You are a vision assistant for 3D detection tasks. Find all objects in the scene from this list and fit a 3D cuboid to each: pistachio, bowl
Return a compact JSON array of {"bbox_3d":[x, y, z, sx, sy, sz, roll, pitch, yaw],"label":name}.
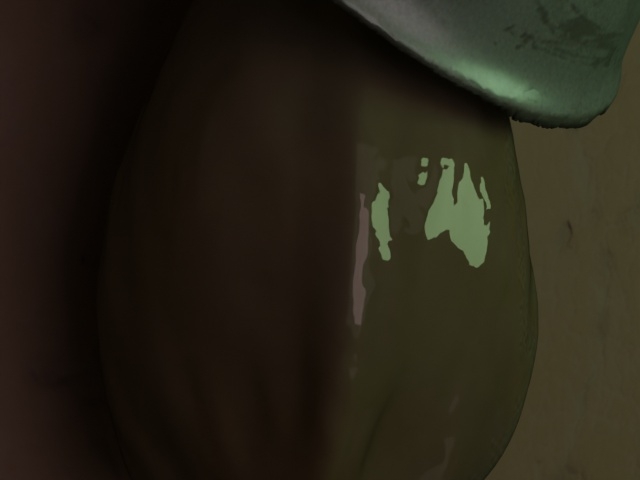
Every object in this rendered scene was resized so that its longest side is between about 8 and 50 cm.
[{"bbox_3d":[0.000,0.000,0.671,0.207,0.226,0.332,1,91,1],"label":"pistachio"},{"bbox_3d":[0.073,-0.218,0.638,0.313,0.146,0.313,32,33,-24],"label":"bowl"}]
